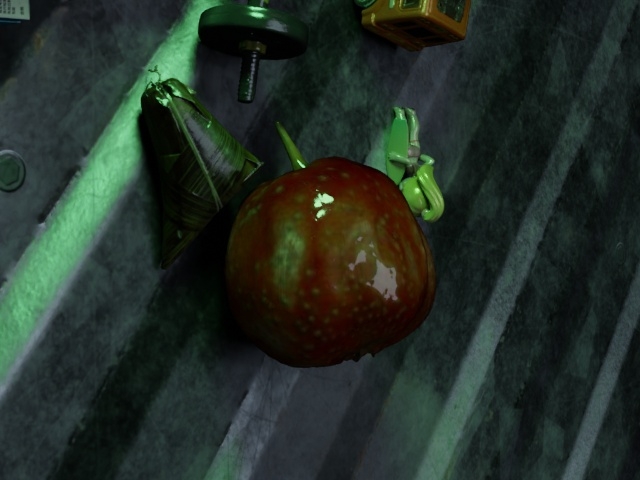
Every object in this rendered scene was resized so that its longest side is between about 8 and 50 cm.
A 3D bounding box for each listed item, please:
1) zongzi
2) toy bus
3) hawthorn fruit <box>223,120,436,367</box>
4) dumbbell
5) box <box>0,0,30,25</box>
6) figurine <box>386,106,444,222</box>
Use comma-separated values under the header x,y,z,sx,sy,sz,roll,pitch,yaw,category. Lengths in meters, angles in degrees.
x,y,z,sx,sy,sz,roll,pitch,yaw,category
-0.190,-0.088,1.488,0.184,0.084,0.187,-49,117,-13,zongzi
0.158,-0.461,1.812,0.143,0.153,0.329,18,77,-46,toy bus
0.000,0.000,1.573,0.287,0.287,0.330,-16,87,-47,hawthorn fruit
-0.077,-0.334,1.551,0.143,0.143,0.326,16,78,-47,dumbbell
-0.381,-0.324,1.257,0.139,0.073,0.194,-6,95,-48,box
0.145,-0.117,1.862,0.083,0.083,0.188,2,79,-49,figurine
